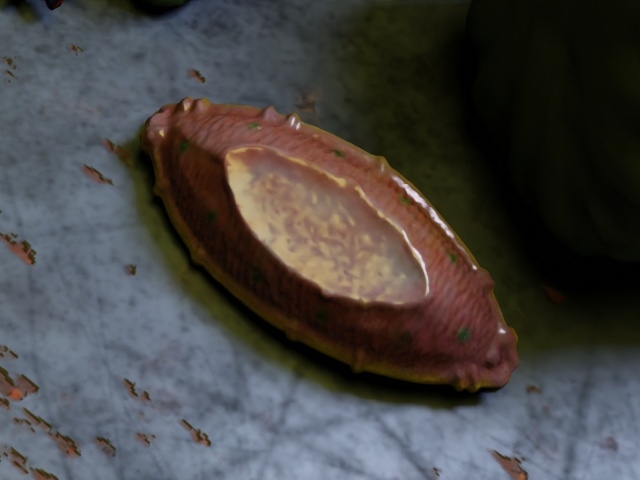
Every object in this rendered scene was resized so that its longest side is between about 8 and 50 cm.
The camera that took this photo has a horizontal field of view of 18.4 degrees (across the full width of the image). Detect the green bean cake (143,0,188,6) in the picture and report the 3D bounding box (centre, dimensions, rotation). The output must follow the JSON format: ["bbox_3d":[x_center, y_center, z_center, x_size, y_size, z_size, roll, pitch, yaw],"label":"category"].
[{"bbox_3d":[-0.101,-0.296,1.511,0.200,0.113,0.214,42,52,13],"label":"green bean cake"}]

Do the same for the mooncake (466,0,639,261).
[{"bbox_3d":[0.242,-0.162,1.389,0.194,0.356,0.356,-7,59,-24],"label":"mooncake"}]

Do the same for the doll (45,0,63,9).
[{"bbox_3d":[-0.241,-0.238,1.459,0.169,0.057,0.109,44,70,4],"label":"doll"}]

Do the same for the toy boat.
[{"bbox_3d":[0.001,0.000,1.357,0.318,0.099,0.141,36,79,8],"label":"toy boat"}]
